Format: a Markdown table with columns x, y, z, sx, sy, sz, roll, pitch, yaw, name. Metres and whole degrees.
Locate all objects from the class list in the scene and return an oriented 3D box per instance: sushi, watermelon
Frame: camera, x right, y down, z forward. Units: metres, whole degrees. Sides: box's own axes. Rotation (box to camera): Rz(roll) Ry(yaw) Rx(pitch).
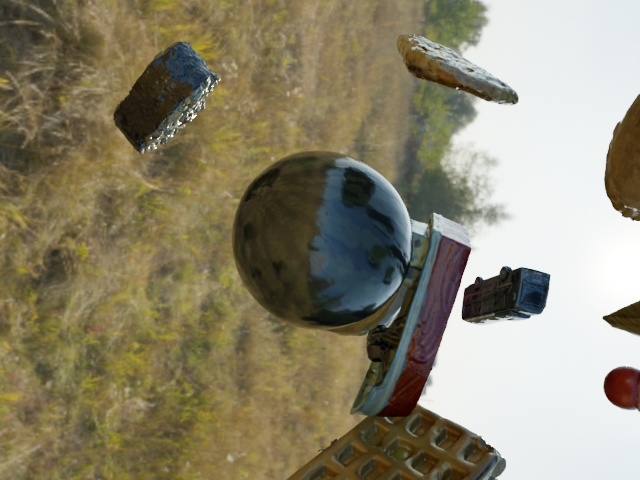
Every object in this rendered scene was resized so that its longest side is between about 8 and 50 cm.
| x | y | z | sx | sy | sz | roll | pitch | yaw | name |
| --- | --- | --- | --- | --- | --- | --- | --- | --- | --- |
| -0.199 | -0.176 | 0.791 | 0.078 | 0.150 | 0.090 | 48 | 28 | -9 | sushi |
| 0.000 | 0.000 | 0.717 | 0.212 | 0.212 | 0.212 | 3 | 90 | -81 | watermelon |

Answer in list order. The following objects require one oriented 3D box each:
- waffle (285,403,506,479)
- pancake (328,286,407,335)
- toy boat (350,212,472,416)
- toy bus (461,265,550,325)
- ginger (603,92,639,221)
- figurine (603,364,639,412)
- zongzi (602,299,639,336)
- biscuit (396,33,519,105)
| x | y | z | sx | sy | sz | roll | pitch | yaw | name |
| --- | --- | --- | --- | --- | --- | --- | --- | --- | --- |
| 0.087 | 0.361 | 0.875 | 0.328 | 0.224 | 0.098 | -26 | 122 | -40 | waffle |
| 0.047 | 0.050 | 1.193 | 0.049 | 0.294 | 0.294 | 25 | 65 | -53 | pancake |
| 0.109 | 0.121 | 0.914 | 0.145 | 0.133 | 0.331 | -61 | 166 | -71 | toy boat |
| 0.242 | 0.076 | 0.829 | 0.166 | 0.047 | 0.065 | 133 | -30 | -73 | toy bus |
| 0.401 | -0.162 | 0.606 | 0.190 | 0.126 | 0.354 | -62 | 173 | -52 | ginger |
| 0.421 | 0.136 | 0.555 | 0.176 | 0.287 | 0.186 | -6 | 107 | -51 | figurine |
| 0.525 | 0.095 | 0.749 | 0.286 | 0.288 | 0.134 | 21 | 65 | -82 | zongzi |
| 0.135 | -0.179 | 0.641 | 0.247 | 0.118 | 0.029 | -80 | -170 | -68 | biscuit |
